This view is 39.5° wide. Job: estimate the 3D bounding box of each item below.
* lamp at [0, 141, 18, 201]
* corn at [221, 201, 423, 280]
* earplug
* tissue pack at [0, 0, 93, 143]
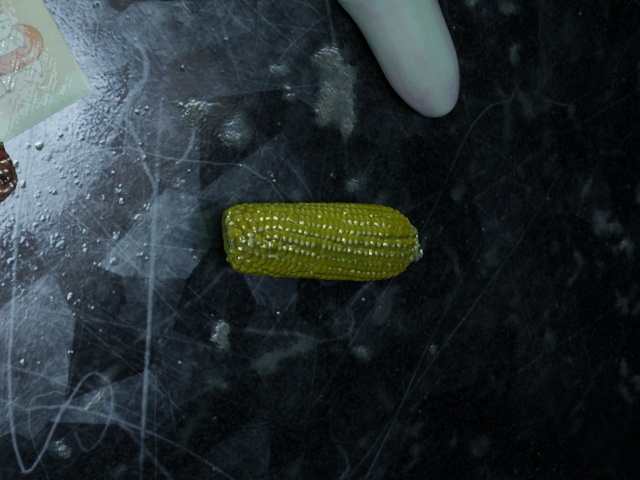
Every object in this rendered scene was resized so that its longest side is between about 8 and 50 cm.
[{"bbox_3d":[-0.521,-0.055,1.127,0.215,0.151,0.223,34,96,-32],"label":"lamp"},{"bbox_3d":[0.000,0.000,1.531,0.387,0.144,0.143,2,97,-30],"label":"corn"},{"bbox_3d":[0.160,-0.346,1.579,0.172,0.172,0.301,-45,127,-20],"label":"earplug"},{"bbox_3d":[-0.459,-0.307,1.197,0.170,0.071,0.325,-35,116,-22],"label":"tissue pack"}]
